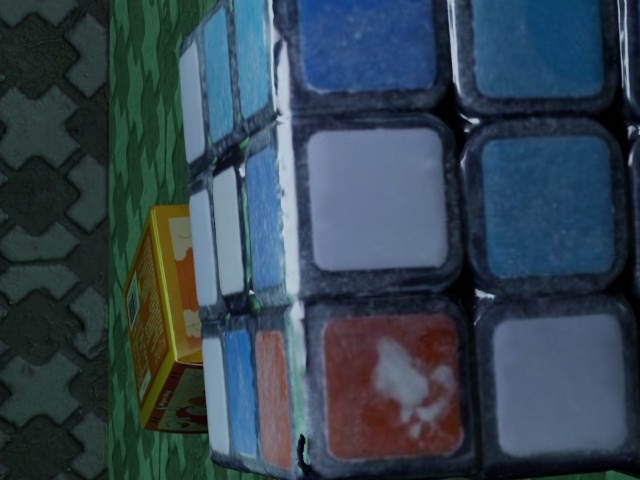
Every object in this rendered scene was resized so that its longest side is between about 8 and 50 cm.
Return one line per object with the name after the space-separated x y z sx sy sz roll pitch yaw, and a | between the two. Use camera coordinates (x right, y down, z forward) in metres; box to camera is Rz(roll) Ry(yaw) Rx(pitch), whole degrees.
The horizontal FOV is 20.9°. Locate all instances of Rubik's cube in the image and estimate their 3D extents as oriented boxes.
0.097 -0.017 1.233 0.363 0.358 0.362 178 87 -74 | Rubik's cube

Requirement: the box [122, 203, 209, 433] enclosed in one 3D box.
-0.089 0.094 2.111 0.283 0.259 0.214 121 143 -65 | box

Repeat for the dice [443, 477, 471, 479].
0.073 0.258 1.687 0.192 0.193 0.194 -111 22 -45 | dice

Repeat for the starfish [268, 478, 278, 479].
-0.076 0.209 2.375 0.301 0.084 0.293 88 166 -63 | starfish
